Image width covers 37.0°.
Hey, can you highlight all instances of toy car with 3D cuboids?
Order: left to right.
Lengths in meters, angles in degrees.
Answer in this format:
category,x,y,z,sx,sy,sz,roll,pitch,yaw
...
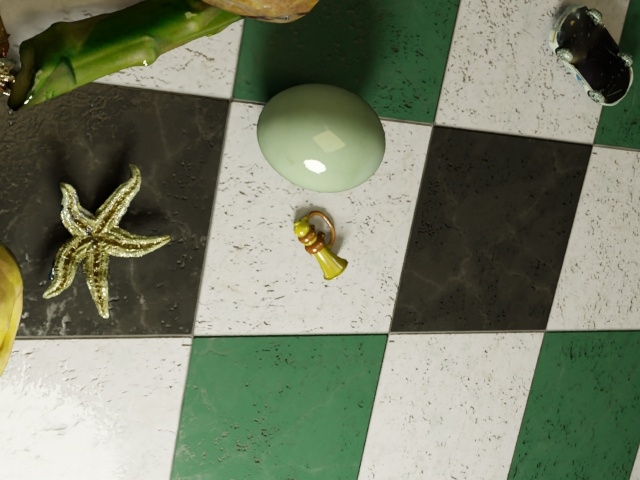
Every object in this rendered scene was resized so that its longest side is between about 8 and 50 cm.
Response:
category,x,y,z,sx,sy,sz,roll,pitch,yaw
toy car,0.451,-0.304,1.592,0.205,0.056,0.095,39,86,-38

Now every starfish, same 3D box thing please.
category,x,y,z,sx,sy,sz,roll,pitch,yaw
starfish,-0.281,-0.001,1.279,0.175,0.053,0.208,7,107,-32

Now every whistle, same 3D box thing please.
category,x,y,z,sx,sy,sz,roll,pitch,yaw
whistle,0.003,0.003,1.454,0.057,0.046,0.109,-33,116,1

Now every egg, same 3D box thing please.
category,x,y,z,sx,sy,sz,roll,pitch,yaw
egg,0.002,-0.143,1.333,0.192,0.149,0.149,11,102,-34

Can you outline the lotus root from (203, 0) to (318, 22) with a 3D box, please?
category,x,y,z,sx,sy,sz,roll,pitch,yaw
lotus root,-0.117,-0.381,1.163,0.291,0.193,0.193,27,93,-35

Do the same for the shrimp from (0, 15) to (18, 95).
category,x,y,z,sx,sy,sz,roll,pitch,yaw
shrimp,-0.408,-0.240,1.136,0.180,0.041,0.099,44,68,-32

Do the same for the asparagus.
category,x,y,z,sx,sy,sz,roll,pitch,yaw
asparagus,-0.237,-0.252,1.187,0.343,0.082,0.085,-30,95,-28

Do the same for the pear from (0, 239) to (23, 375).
category,x,y,z,sx,sy,sz,roll,pitch,yaw
pear,-0.473,0.078,1.086,0.271,0.271,0.271,-10,112,-27
